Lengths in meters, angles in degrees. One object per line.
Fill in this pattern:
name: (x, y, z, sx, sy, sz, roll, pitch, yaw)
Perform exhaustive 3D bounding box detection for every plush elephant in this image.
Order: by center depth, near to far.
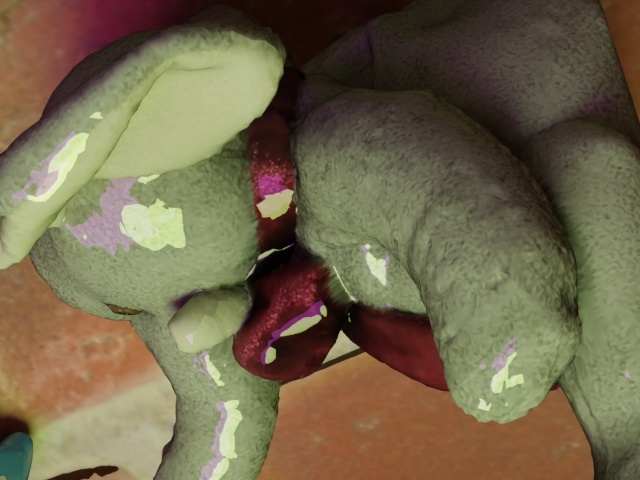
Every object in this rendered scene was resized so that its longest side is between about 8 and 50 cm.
plush elephant: (0.000, 0.000, 0.591, 0.255, 0.272, 0.330, -17, 95, 11)

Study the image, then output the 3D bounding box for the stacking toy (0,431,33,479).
stacking toy: (-0.327, 0.110, 0.857, 0.302, 0.175, 0.166, 39, 129, 0)
